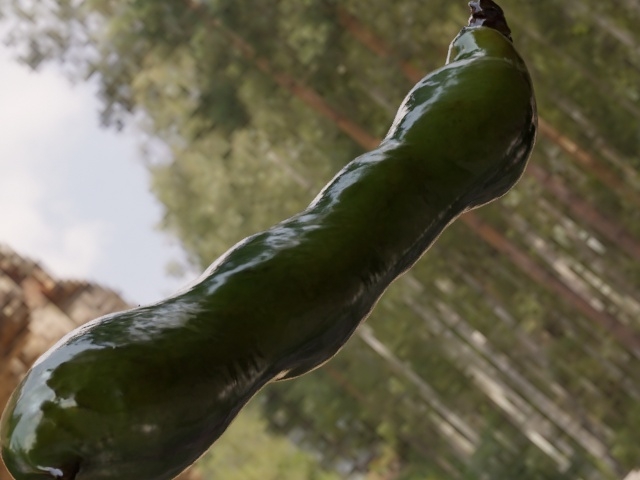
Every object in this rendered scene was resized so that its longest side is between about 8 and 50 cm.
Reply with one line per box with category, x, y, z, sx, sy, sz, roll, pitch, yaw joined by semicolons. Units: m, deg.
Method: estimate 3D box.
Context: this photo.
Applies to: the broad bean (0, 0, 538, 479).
broad bean;0.000;0.001;0.540;0.052;0.053;0.256;-18;18;46
